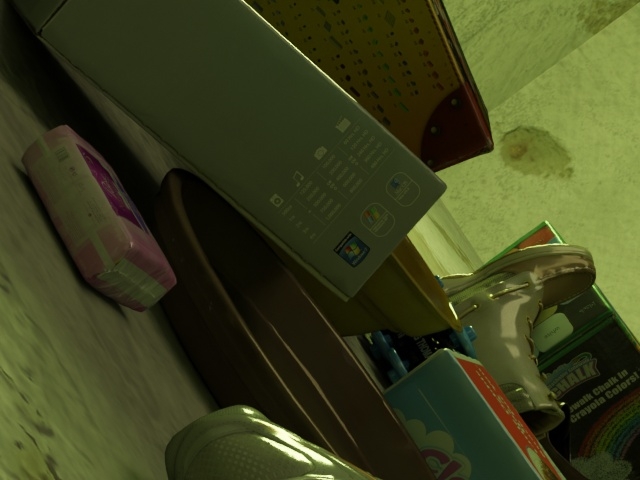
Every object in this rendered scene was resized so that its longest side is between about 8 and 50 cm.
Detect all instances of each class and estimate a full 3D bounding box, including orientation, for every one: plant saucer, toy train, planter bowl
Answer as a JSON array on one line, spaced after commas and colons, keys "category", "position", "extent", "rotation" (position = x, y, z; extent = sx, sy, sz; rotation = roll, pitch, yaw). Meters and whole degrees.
[{"category": "plant saucer", "position": [-0.011, 0.082, 1.068], "extent": [0.278, 0.041, 0.278], "rotation": [54, 6, -8]}, {"category": "toy train", "position": [0.090, 0.096, 1.597], "extent": [0.105, 0.080, 0.184], "rotation": [61, 0, -27]}, {"category": "planter bowl", "position": [0.000, 0.000, 1.358], "extent": [0.217, 0.090, 0.217], "rotation": [54, 6, -8]}]

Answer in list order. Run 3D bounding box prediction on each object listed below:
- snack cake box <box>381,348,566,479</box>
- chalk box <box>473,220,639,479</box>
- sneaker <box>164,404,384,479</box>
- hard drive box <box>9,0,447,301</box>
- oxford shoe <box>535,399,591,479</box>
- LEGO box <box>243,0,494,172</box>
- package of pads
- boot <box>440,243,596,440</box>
[{"category": "snack cake box", "position": [0.133, 0.202, 1.256], "extent": [0.264, 0.089, 0.152], "rotation": [55, 8, 13]}, {"category": "chalk box", "position": [0.230, 0.120, 2.017], "extent": [0.289, 0.180, 0.179], "rotation": [51, 7, -36]}, {"category": "sneaker", "position": [0.034, 0.152, 0.781], "extent": [0.262, 0.099, 0.121], "rotation": [51, 2, -34]}, {"category": "hard drive box", "position": [-0.059, -0.088, 1.127], "extent": [0.232, 0.089, 0.181], "rotation": [40, 1, -20]}, {"category": "oxford shoe", "position": [0.181, 0.168, 1.789], "extent": [0.083, 0.096, 0.227], "rotation": [44, 10, -49]}, {"category": "LEGO box", "position": [-0.035, -0.282, 1.645], "extent": [0.372, 0.193, 0.500], "rotation": [-63, 130, -81]}, {"category": "package of pads", "position": [-0.103, -0.010, 0.908], "extent": [0.083, 0.032, 0.050], "rotation": [57, 6, 30]}, {"category": "boot", "position": [0.180, 0.096, 1.744], "extent": [0.165, 0.213, 0.077], "rotation": [60, -25, 33]}]
